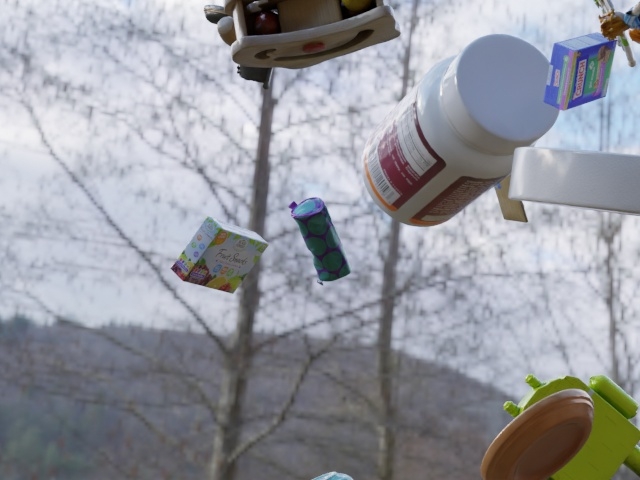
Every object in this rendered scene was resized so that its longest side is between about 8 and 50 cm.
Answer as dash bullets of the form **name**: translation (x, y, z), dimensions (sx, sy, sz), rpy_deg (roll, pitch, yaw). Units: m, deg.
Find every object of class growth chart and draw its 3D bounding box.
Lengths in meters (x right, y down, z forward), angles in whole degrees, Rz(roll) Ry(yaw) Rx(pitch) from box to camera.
- **growth chart**: translation (0.484, -0.405, 2.080), dimensions (0.021, 0.237, 0.172), rpy_deg (-29, -33, 12)

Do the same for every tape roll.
- **tape roll**: translation (0.436, -0.062, 1.542), dimensions (0.392, 0.072, 0.392), rpy_deg (7, 3, 0)

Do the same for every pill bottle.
- **pill bottle**: translation (0.236, -0.184, 2.072), dimensions (0.224, 0.224, 0.392), rpy_deg (10, -21, -16)

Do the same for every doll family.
- **doll family**: translation (0.482, -0.319, 1.689), dimensions (0.163, 0.118, 0.263), rpy_deg (-6, -2, 34)

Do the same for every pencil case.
- **pencil case**: translation (0.000, 0.000, 2.070), dimensions (0.070, 0.064, 0.151), rpy_deg (14, -44, 45)

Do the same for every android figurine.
- **android figurine**: translation (0.445, 0.348, 2.111), dimensions (0.273, 0.248, 0.056), rpy_deg (38, -9, -1)

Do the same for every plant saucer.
- **plant saucer**: translation (0.327, 0.301, 1.779), dimensions (0.200, 0.037, 0.200), rpy_deg (-23, -39, -21)

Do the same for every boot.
- **boot**: translation (-0.170, -0.398, 2.464), dimensions (0.198, 0.137, 0.077), rpy_deg (21, 10, 30)

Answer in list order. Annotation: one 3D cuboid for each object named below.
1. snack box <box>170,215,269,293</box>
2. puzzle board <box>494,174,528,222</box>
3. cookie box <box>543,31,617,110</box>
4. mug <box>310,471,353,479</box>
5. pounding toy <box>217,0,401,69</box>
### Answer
- **snack box**: translation (-0.151, 0.024, 1.833), dimensions (0.037, 0.100, 0.141), rpy_deg (40, 10, 28)
- **puzzle board**: translation (0.400, -0.102, 2.570), dimensions (0.011, 0.128, 0.096), rpy_deg (-22, 13, -17)
- **cookie box**: translation (0.373, -0.243, 1.735), dimensions (0.107, 0.091, 0.040), rpy_deg (-20, 37, -39)
- **mug**: translation (0.006, 0.516, 2.355), dimensions (0.158, 0.097, 0.129), rpy_deg (-20, -3, -45)
- **pounding toy**: translation (-0.037, -0.304, 1.494), dimensions (0.270, 0.154, 0.154), rpy_deg (-14, -9, 29)
